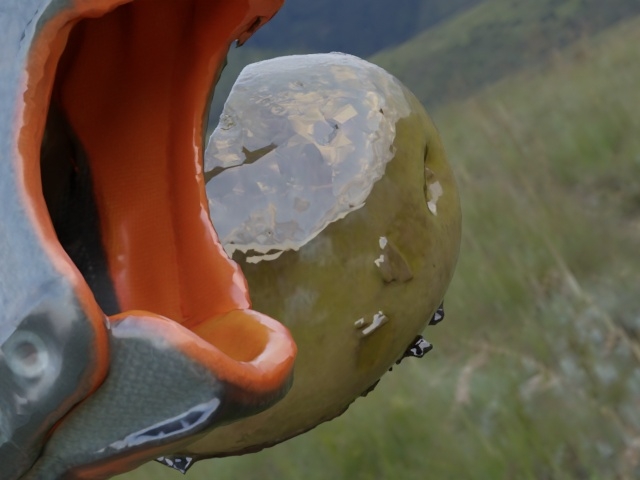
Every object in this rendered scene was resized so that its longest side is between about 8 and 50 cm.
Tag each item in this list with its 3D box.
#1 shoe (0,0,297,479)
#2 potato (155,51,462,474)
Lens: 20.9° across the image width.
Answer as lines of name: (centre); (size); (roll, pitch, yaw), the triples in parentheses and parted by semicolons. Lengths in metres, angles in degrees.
shoe: (-0.089, 0.037, 0.501); (0.132, 0.171, 0.336); (8, -77, -60)
potato: (0.000, 0.000, 0.847); (0.098, 0.138, 0.243); (101, -176, -54)
